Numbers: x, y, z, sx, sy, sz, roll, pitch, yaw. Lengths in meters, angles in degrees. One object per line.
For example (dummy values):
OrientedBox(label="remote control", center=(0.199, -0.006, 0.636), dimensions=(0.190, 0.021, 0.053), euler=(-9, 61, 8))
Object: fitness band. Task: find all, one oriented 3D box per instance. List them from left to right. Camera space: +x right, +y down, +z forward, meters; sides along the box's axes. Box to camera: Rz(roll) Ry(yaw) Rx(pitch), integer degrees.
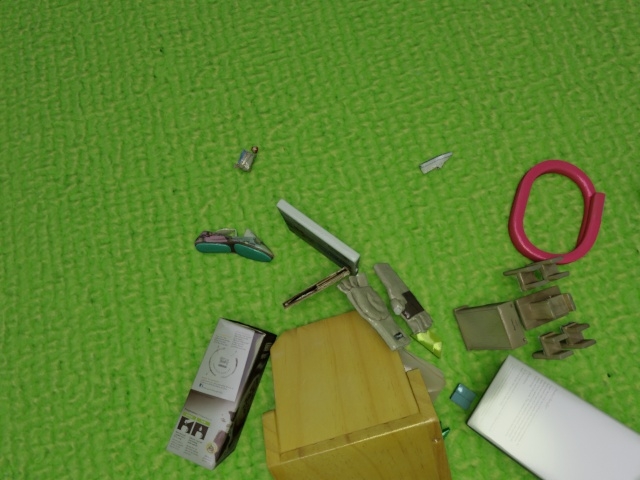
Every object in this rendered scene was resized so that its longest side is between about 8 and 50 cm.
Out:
OrientedBox(label="fitness band", center=(0.614, -0.075, 1.056), dimensions=(0.209, 0.054, 0.291), euler=(18, 77, 11))

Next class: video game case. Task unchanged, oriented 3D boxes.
OrientedBox(label="video game case", center=(0.000, 0.000, 0.998), dimensions=(0.227, 0.206, 0.026), euler=(36, 81, 12))

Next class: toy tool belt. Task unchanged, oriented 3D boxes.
OrientedBox(label="toy tool belt", center=(-0.217, -0.240, 1.158), dimensions=(0.051, 0.052, 0.083), euler=(18, 77, 0))

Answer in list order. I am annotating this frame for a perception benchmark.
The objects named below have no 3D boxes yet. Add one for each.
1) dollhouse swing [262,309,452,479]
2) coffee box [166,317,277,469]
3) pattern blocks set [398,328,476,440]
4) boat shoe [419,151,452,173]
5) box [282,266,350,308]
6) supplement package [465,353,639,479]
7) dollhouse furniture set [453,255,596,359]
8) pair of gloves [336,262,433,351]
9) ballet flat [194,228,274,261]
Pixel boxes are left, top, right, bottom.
OrientedBox(label="dollhouse swing", center=(0.067, 0.393, 0.942), dimensions=(0.347, 0.305, 0.315), euler=(-18, 118, 2))
OrientedBox(label="coffee box", center=(-0.218, 0.343, 0.946), dimensions=(0.119, 0.168, 0.297), euler=(18, 78, 9))
OrientedBox(label="pattern blocks set", center=(0.194, 0.344, 0.986), dimensions=(0.285, 0.026, 0.325), euler=(-45, 77, -6))
OrientedBox(label="boat shoe", center=(0.326, -0.215, 1.123), dimensions=(0.100, 0.035, 0.035), euler=(-26, 102, -7))
OrientedBox(label="box", center=(-0.011, 0.114, 0.973), dimensions=(0.164, 0.201, 0.021), euler=(-30, 86, -3))
OrientedBox(label="supplement package", center=(0.481, 0.406, 0.838), dimensions=(0.293, 0.175, 0.177), euler=(32, 79, 28))
OrientedBox(label="dollhouse furniture set", center=(0.479, 0.178, 0.968), dimensions=(0.242, 0.161, 0.212), euler=(-13, 80, -20))
OrientedBox(label="pair of gloves", center=(0.160, 0.151, 0.953), dimensions=(0.204, 0.240, 0.042), euler=(52, 122, 19))
OrientedBox(label="ballet flat", center=(-0.229, 0.004, 1.090), dimensions=(0.221, 0.077, 0.079), euler=(7, 57, 6))
